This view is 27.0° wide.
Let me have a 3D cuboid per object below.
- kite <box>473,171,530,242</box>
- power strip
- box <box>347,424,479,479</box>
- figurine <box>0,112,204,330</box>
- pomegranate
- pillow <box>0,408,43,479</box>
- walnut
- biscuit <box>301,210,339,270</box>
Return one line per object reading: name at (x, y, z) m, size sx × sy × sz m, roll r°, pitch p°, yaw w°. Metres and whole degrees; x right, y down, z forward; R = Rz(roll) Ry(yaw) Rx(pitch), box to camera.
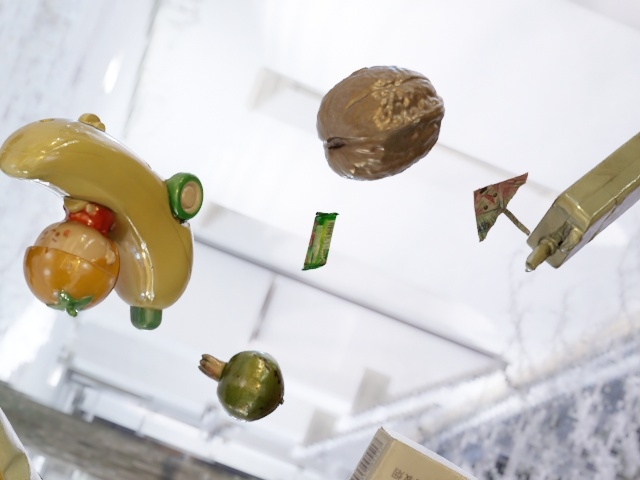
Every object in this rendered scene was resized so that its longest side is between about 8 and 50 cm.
kite at (0.293, -0.050, 2.113) m, size 0.137 × 0.152 × 0.005 m, roll -56°, pitch -142°, yaw 10°
power strip at (0.312, -0.045, 1.498) m, size 0.288 × 0.053 × 0.093 m, roll -34°, pitch 162°, yaw -38°
box at (0.082, 0.379, 1.647) m, size 0.259 × 0.168 × 0.071 m, roll -58°, pitch -163°, yaw 1°
figurine at (-0.261, -0.014, 1.534) m, size 0.324 × 0.124 × 0.222 m, roll 43°, pitch 62°, yaw -52°
pomegranate at (-0.077, 0.142, 1.301) m, size 0.073 × 0.085 × 0.073 m, roll -6°, pitch 90°, yaw -84°
pillow at (-0.344, 0.208, 1.170) m, size 0.119 × 0.310 × 0.312 m, roll -46°, pitch 128°, yaw -39°
walnut at (0.101, -0.191, 2.117) m, size 0.178 × 0.230 × 0.178 m, roll 40°, pitch -39°, yaw 44°
biscuit at (0.000, 0.000, 1.840) m, size 0.046 × 0.016 × 0.089 m, roll -6°, pitch 115°, yaw -47°
